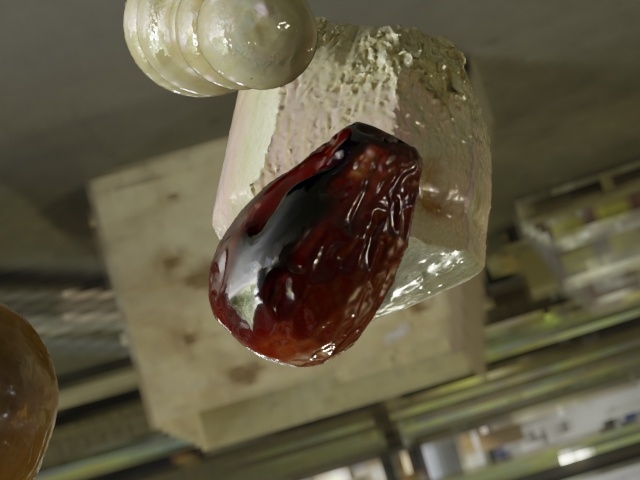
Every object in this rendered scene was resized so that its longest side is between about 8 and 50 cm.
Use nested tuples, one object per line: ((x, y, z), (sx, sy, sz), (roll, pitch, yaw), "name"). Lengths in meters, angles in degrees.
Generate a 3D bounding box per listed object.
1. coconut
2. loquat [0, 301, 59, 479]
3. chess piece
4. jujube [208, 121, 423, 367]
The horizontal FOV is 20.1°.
((0.037, -0.061, 1.937), (0.297, 0.309, 0.297), (5, 161, 2), "coconut")
((-0.288, 0.112, 1.200), (0.238, 0.193, 0.238), (21, 175, 2), "loquat")
((-0.077, -0.191, 1.617), (0.143, 0.143, 0.261), (-12, -169, -19), "chess piece")
((0.000, 0.000, 1.629), (0.236, 0.168, 0.168), (-58, 155, 12), "jujube")
